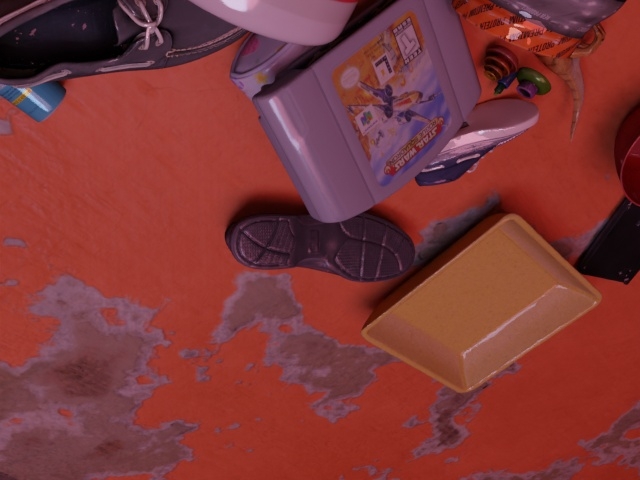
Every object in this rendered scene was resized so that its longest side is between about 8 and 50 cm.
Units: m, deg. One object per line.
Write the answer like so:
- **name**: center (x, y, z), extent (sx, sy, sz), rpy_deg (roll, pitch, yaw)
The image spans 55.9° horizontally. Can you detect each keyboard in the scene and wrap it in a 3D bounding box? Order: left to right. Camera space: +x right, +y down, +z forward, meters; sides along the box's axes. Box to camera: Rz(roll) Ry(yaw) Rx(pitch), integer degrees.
- **keyboard**: center (0.616, -0.046, 1.075), extent (0.202, 0.033, 0.317), rpy_deg (12, 126, -14)

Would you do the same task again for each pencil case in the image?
- **pencil case**: center (0.010, -0.160, 0.772), extent (0.124, 0.113, 0.273), rpy_deg (-38, 128, 12)

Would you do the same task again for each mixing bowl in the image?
- **mixing bowl**: center (0.523, -0.147, 0.917), extent (0.182, 0.098, 0.181), rpy_deg (-4, 127, -5)

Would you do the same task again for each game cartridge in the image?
- **game cartridge**: center (0.075, -0.165, 0.717), extent (0.297, 0.062, 0.198), rpy_deg (-43, 120, -21)

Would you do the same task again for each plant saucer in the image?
- **plant saucer**: center (0.284, 0.110, 1.090), extent (0.333, 0.081, 0.333), rpy_deg (-41, 127, 21)

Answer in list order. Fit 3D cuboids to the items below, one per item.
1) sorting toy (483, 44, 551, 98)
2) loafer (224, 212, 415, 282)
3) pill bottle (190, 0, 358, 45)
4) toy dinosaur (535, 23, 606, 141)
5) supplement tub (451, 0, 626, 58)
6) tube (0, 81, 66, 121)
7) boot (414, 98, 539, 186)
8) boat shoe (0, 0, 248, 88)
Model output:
- **sorting toy**: center (0.257, -0.217, 0.816), extent (0.102, 0.061, 0.042), rpy_deg (37, 89, -5)
- **loafer**: center (0.000, 0.000, 0.937), extent (0.303, 0.095, 0.108), rpy_deg (6, 97, -24)
- **pill bottle**: center (0.004, -0.396, 0.497), extent (0.229, 0.229, 0.407), rpy_deg (15, 124, -25)
- **toy dinosaur**: center (0.337, -0.248, 0.828), extent (0.212, 0.064, 0.112), rpy_deg (38, 131, -26)
- **supplement tub**: center (0.271, -0.364, 0.614), extent (0.194, 0.193, 0.315), rpy_deg (8, 127, -20)
- **tube**: center (-0.384, -0.216, 0.664), extent (0.080, 0.052, 0.207), rpy_deg (-31, 131, 22)
- **boot**: center (0.221, -0.141, 0.881), extent (0.190, 0.069, 0.086), rpy_deg (-14, 139, 8)
- **boat shoe**: center (-0.209, -0.224, 0.650), extent (0.320, 0.099, 0.116), rpy_deg (-15, 128, -18)
